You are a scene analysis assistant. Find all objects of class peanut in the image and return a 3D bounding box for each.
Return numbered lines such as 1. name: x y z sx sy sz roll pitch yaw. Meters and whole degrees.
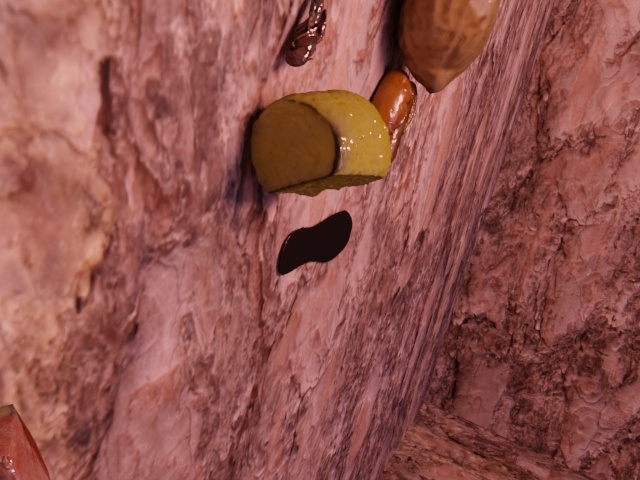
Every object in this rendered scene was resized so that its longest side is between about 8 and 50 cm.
1. peanut: 0.185 -0.359 0.827 0.153 0.140 0.325 -109 -155 -46

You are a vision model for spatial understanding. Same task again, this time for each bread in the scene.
1. bread: -0.001 -0.102 0.632 0.114 0.129 0.111 -19 91 -58

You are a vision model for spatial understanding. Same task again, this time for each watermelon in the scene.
1. watermelon: -0.223 0.162 0.399 0.092 0.072 0.085 -49 135 -34

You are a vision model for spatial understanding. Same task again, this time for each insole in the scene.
1. insole: 0.000 0.000 0.892 0.253 0.005 0.086 -17 125 -65

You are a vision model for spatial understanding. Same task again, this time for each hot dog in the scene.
1. hot dog: 0.106 -0.185 0.901 0.140 0.060 0.090 -59 153 -14

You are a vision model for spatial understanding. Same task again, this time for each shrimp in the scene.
1. shrimp: -0.011 -0.214 0.623 0.092 0.029 0.038 -69 159 -11
